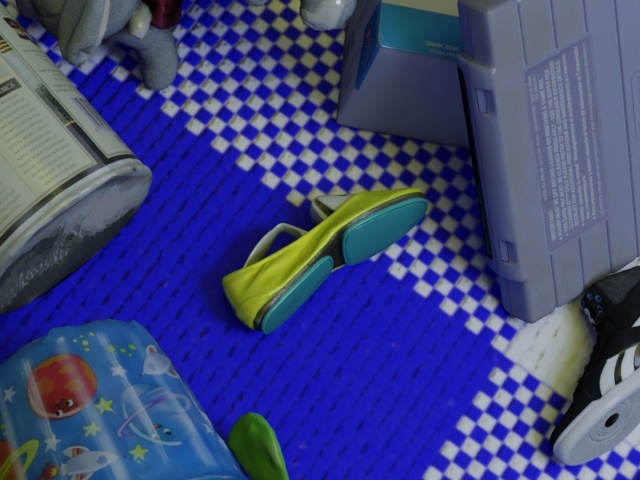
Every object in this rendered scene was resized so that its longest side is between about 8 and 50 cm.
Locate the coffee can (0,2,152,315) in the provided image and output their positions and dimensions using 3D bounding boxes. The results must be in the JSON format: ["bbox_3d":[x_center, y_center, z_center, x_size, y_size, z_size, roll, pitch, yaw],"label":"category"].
[{"bbox_3d":[-0.315,-0.097,1.437,0.201,0.201,0.275,-37,80,-24],"label":"coffee can"}]

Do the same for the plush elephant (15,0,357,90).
[{"bbox_3d":[-0.165,-0.263,1.538,0.330,0.255,0.272,34,14,-32],"label":"plush elephant"}]

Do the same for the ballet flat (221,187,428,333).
[{"bbox_3d":[0.000,0.000,1.547,0.231,0.077,0.077,-36,63,-22],"label":"ballet flat"}]

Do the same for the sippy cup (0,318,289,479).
[{"bbox_3d":[-0.179,0.197,1.344,0.240,0.305,0.224,-30,63,6],"label":"sippy cup"}]

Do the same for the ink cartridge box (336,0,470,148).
[{"bbox_3d":[0.124,-0.240,1.621,0.168,0.171,0.233,10,66,-9],"label":"ink cartridge box"}]

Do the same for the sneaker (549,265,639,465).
[{"bbox_3d":[0.282,0.115,1.569,0.217,0.079,0.121,-42,53,-8],"label":"sneaker"}]

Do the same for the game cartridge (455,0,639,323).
[{"bbox_3d":[0.244,-0.113,1.525,0.230,0.355,0.068,-26,37,-19],"label":"game cartridge"}]
